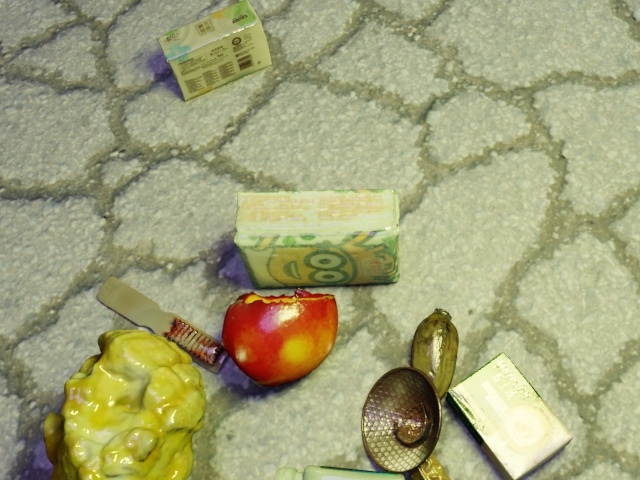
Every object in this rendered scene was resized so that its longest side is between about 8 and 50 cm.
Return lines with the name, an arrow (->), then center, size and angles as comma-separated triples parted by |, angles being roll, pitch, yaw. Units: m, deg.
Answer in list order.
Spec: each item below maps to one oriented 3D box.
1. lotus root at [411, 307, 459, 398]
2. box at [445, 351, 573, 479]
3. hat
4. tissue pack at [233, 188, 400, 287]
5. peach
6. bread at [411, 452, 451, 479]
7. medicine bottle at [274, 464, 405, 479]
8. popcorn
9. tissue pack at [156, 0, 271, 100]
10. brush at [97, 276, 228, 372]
lotus root -> 0.215, 0.217, 1.460 | 0.080, 0.089, 0.179 | -11, 60, 49
box -> 0.340, 0.324, 1.399 | 0.135, 0.081, 0.199 | -34, 68, -9
hat -> 0.171, 0.334, 1.418 | 0.193, 0.082, 0.193 | -23, 58, 42
tissue pack -> 0.000, 0.000, 1.507 | 0.310, 0.228, 0.128 | -2, 64, 5
peach -> -0.072, 0.161, 1.462 | 0.226, 0.190, 0.196 | -44, 59, -6
bread -> 0.205, 0.443, 1.371 | 0.066, 0.060, 0.110 | -35, 69, 5
medicine bottle -> 0.034, 0.444, 1.355 | 0.228, 0.121, 0.083 | 4, 67, 9
popcorn -> -0.335, 0.335, 1.366 | 0.293, 0.292, 0.334 | 13, 60, 21
tissue pack -> -0.252, -0.458, 1.784 | 0.229, 0.159, 0.145 | -26, 64, -5
brush -> -0.329, 0.166, 1.570 | 0.321, 0.050, 0.060 | 28, 75, 19
